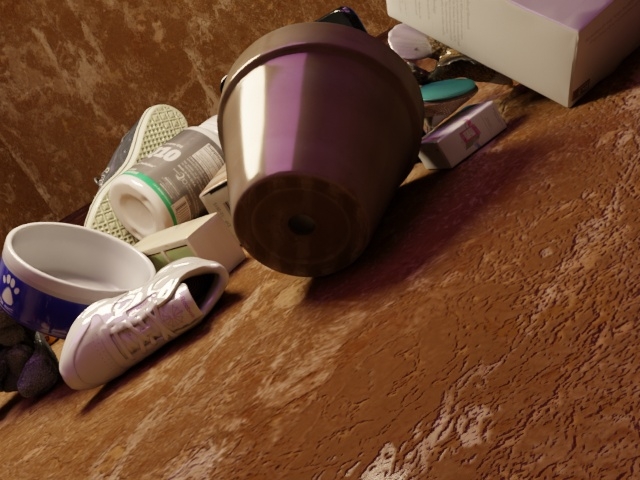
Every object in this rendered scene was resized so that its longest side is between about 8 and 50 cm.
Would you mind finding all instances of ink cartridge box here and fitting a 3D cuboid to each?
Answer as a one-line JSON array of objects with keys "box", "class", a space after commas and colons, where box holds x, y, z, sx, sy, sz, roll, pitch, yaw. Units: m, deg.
[{"box": [0.221, -0.167, 1.401, 0.122, 0.052, 0.088, -35, 14, -14], "class": "ink cartridge box"}]

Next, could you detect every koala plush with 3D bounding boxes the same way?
[{"box": [-0.607, 0.231, 1.580, 0.221, 0.196, 0.203, -36, 4, -13], "class": "koala plush"}]

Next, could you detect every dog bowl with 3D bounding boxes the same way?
[{"box": [-0.433, 0.071, 1.550, 0.265, 0.265, 0.104, -86, 16, -72], "class": "dog bowl"}]

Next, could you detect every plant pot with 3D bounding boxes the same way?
[{"box": [-0.010, -0.109, 1.275, 0.323, 0.323, 0.280, -25, 34, 26], "class": "plant pot"}]

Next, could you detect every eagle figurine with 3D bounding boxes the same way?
[{"box": [0.292, -0.326, 1.518, 0.298, 0.226, 0.225, -25, -4, 43], "class": "eagle figurine"}]

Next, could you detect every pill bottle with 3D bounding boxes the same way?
[{"box": [-0.337, -0.160, 2.209, 0.204, 0.204, 0.361, -15, 23, 49], "class": "pill bottle"}]

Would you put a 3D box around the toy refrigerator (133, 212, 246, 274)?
[{"box": [-0.268, 0.035, 1.650, 0.269, 0.102, 0.094, -13, 24, 50], "class": "toy refrigerator"}]

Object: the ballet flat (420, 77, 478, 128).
[{"box": [0.155, -0.211, 1.417, 0.206, 0.067, 0.073, -10, 34, -2], "class": "ballet flat"}]

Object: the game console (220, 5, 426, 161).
[{"box": [0.007, -0.213, 1.511, 0.173, 0.293, 0.250, -40, 16, -25], "class": "game console"}]

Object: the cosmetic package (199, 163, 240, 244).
[{"box": [-0.122, -0.119, 1.787, 0.153, 0.129, 0.296, -28, 15, 16], "class": "cosmetic package"}]

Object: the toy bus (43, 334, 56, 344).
[{"box": [-0.599, 0.133, 1.942, 0.108, 0.130, 0.332, -22, 18, 32], "class": "toy bus"}]

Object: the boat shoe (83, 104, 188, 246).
[{"box": [-0.496, -0.135, 2.312, 0.156, 0.187, 0.500, -22, 43, 50], "class": "boat shoe"}]

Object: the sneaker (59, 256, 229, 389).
[{"box": [-0.272, 0.118, 1.363, 0.305, 0.114, 0.152, -40, 15, -25], "class": "sneaker"}]

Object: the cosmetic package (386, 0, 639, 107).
[{"box": [0.305, -0.393, 1.372, 0.385, 0.156, 0.217, 34, 65, 32], "class": "cosmetic package"}]
